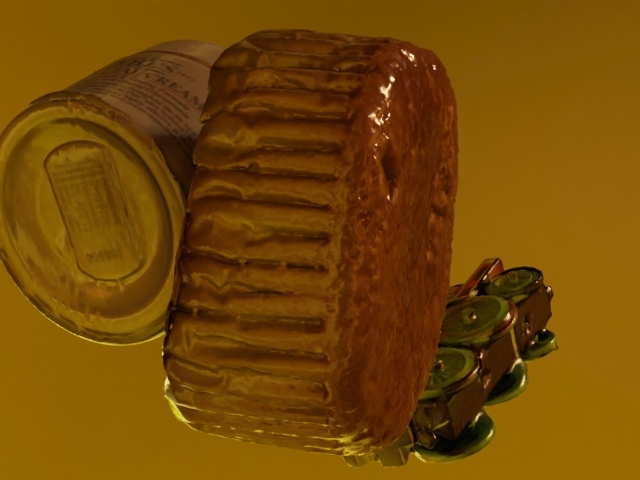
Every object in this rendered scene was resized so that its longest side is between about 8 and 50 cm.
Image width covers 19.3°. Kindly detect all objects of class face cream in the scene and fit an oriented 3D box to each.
[{"bbox_3d":[-0.117,-0.034,1.273,0.177,0.177,0.153,-54,-10,34],"label":"face cream"}]

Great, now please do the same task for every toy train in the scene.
[{"bbox_3d":[0.126,0.115,1.835,0.160,0.100,0.296,-5,23,32],"label":"toy train"}]

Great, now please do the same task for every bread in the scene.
[{"bbox_3d":[0.000,0.000,1.129,0.227,0.142,0.253,20,-99,-70],"label":"bread"}]
